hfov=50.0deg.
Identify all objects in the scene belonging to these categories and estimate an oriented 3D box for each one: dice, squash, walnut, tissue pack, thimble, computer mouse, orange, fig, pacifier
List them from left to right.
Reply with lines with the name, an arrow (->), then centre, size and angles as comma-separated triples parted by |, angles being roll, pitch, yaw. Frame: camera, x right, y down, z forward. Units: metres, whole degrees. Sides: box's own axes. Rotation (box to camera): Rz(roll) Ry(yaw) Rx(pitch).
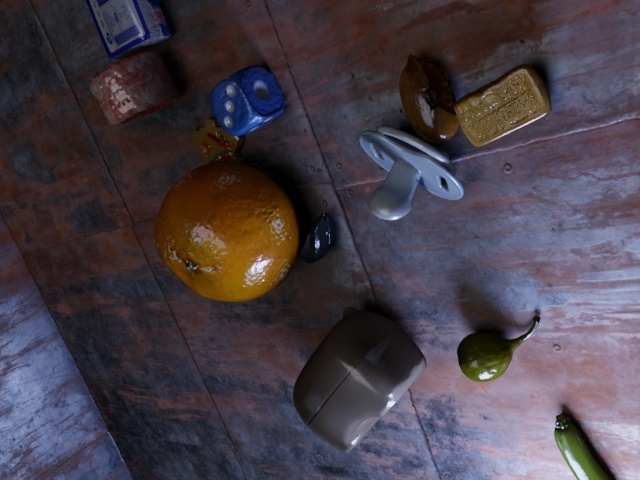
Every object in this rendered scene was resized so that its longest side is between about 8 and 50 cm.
tissue pack -> -0.554, -0.671, 1.945 | 0.209, 0.137, 0.270 | -11, 103, 44
thimble -> -0.543, -0.444, 2.004 | 0.239, 0.239, 0.162 | -15, 105, 45
orange -> -0.266, -0.014, 1.930 | 0.424, 0.326, 0.424 | 17, 126, 24
dice -> -0.191, -0.365, 1.801 | 0.146, 0.143, 0.146 | -25, 96, 43
computer mouse -> 0.000, 0.000, 1.883 | 0.057, 0.099, 0.172 | 33, 130, 20
tissue pack -> 0.087, 0.380, 1.907 | 0.277, 0.267, 0.387 | 40, 136, 11
pacifier -> 0.178, -0.142, 1.554 | 0.279, 0.207, 0.227 | 30, 174, 25
walnut -> 0.235, -0.308, 1.494 | 0.115, 0.115, 0.207 | -22, 92, 46
fig -> 0.441, 0.253, 1.665 | 0.236, 0.124, 0.124 | -38, 87, 23
squash -> 0.638, 0.540, 1.668 | 0.069, 0.069, 0.258 | -34, 90, 47

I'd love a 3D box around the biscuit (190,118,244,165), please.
biscuit -> -0.298, -0.246, 2.038 | 0.212, 0.041, 0.239 | 5, 117, 37

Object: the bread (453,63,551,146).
bread -> 0.376, -0.276, 1.405 | 0.200, 0.077, 0.116 | -25, 95, 44
